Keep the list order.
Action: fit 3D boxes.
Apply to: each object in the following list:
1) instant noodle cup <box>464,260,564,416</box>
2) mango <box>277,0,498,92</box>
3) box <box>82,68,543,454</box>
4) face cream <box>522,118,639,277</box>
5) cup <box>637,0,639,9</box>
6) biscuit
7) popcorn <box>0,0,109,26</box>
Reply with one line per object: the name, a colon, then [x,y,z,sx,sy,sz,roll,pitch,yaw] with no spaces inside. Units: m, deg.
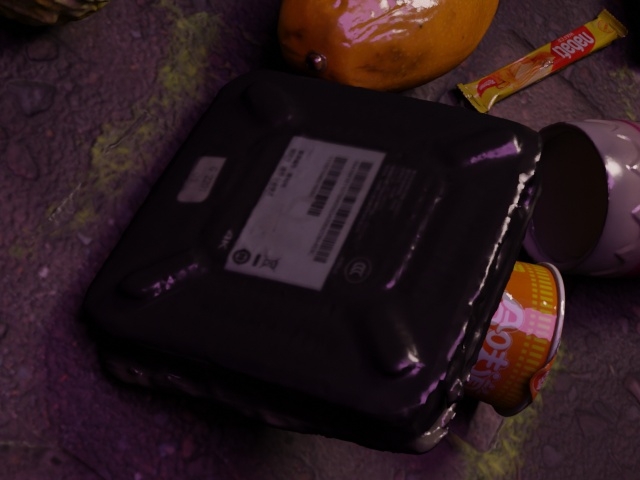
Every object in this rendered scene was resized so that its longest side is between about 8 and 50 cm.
instant noodle cup: [0.120,0.074,1.211,0.185,0.168,0.168,17,62,-12]
mango: [0.090,-0.260,1.335,0.359,0.144,0.187,-32,75,-40]
box: [0.000,0.000,1.113,0.350,0.091,0.359,14,56,20]
face cream: [0.336,-0.045,1.357,0.195,0.175,0.175,1,69,-27]
cup: [0.476,-0.335,1.573,0.199,0.199,0.150,-7,54,-30]
biscuit: [0.271,-0.217,1.487,0.292,0.026,0.048,-30,66,-35]
popcorn: [-0.261,-0.296,1.137,0.198,0.212,0.198,-3,65,6]
